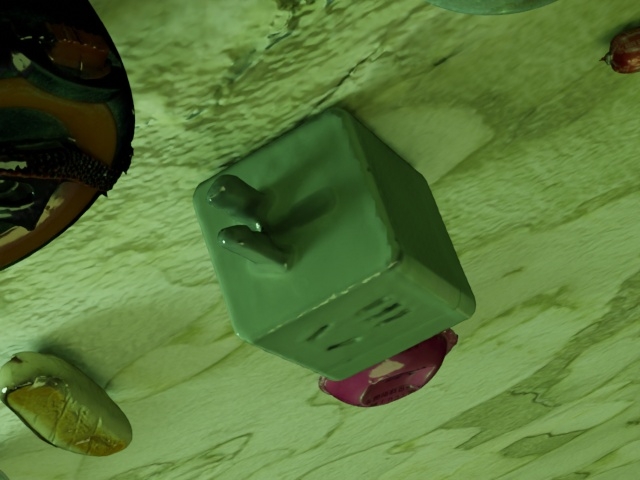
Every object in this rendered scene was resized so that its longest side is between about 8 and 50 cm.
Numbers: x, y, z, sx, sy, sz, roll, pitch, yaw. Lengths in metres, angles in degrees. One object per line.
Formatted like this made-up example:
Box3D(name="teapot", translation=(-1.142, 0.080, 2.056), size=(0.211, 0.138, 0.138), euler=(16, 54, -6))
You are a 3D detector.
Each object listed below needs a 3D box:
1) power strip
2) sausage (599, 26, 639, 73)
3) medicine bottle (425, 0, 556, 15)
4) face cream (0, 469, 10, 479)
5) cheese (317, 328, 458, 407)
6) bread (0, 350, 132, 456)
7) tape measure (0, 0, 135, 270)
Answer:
Box3D(name="power strip", translation=(0.000, 0.000, 0.951), size=(0.140, 0.139, 0.224), euler=(-27, 154, 16))
Box3D(name="sausage", translation=(0.270, -0.153, 0.971), size=(0.129, 0.034, 0.034), euler=(-18, 155, -5))
Box3D(name="medicine bottle", translation=(0.060, -0.232, 0.514), size=(0.151, 0.151, 0.322), euler=(-21, 155, 2))
Box3D(name="face cream", translation=(-0.418, 0.325, 1.339), size=(0.102, 0.102, 0.345), euler=(6, 144, -44))
Box3D(name="cheese", translation=(0.076, 0.107, 1.315), size=(0.155, 0.062, 0.244), euler=(-11, 152, -21))
Box3D(name="bread", translation=(-0.232, 0.147, 1.174), size=(0.073, 0.053, 0.214), euler=(-25, 152, 2))
Box3D(name="tape measure", translation=(-0.205, -0.062, 0.678), size=(0.222, 0.135, 0.202), euler=(-6, 143, -39))
